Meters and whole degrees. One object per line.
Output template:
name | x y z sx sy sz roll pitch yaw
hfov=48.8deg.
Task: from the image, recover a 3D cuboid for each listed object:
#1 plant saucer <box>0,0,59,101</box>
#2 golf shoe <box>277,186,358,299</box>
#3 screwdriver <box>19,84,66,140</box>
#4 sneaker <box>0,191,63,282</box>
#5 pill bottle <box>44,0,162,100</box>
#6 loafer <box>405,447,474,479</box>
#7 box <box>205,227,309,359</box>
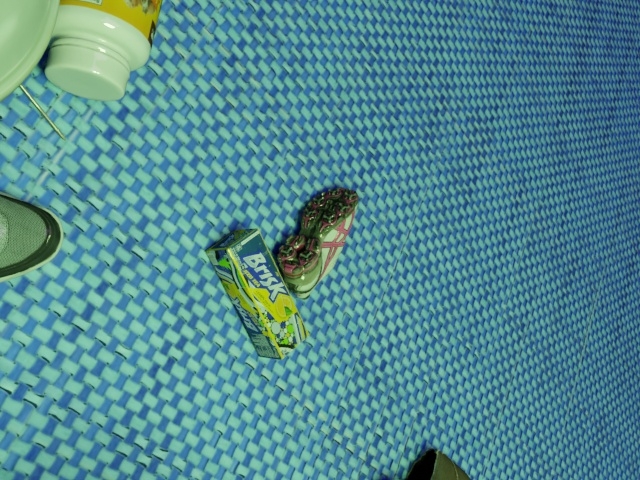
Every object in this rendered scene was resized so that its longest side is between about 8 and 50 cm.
plant saucer | -0.385 -0.279 0.545 0.401 0.101 0.400 15 66 -38
golf shoe | 0.000 0.000 1.015 0.186 0.068 0.086 -54 148 -32
screwdriver | -0.325 -0.176 0.749 0.170 0.024 0.025 54 25 -33
sneaker | -0.341 -0.011 0.622 0.269 0.153 0.101 6 82 -43
pill bottle | -0.234 -0.267 0.772 0.117 0.117 0.214 20 73 -40
loafer | 0.107 0.436 1.044 0.130 0.134 0.366 56 39 5
box | -0.082 0.070 0.928 0.059 0.054 0.168 -38 112 -38
